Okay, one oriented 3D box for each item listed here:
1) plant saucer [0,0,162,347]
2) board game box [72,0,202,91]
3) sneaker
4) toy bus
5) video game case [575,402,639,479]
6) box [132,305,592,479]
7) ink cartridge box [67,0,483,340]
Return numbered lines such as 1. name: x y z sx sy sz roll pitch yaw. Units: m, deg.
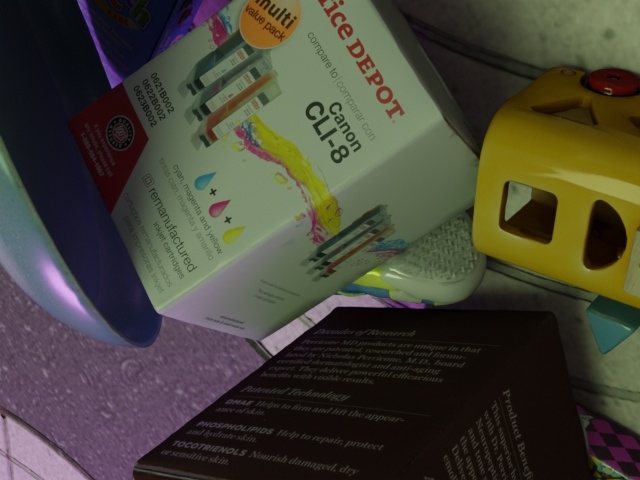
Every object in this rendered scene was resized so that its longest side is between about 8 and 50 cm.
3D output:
1. plant saucer: -0.164 -0.085 0.616 0.043 0.317 0.317 -18 106 2
2. board game box: -0.180 -0.159 0.800 0.160 0.039 0.211 45 135 9
3. sneaker: 0.000 0.000 0.732 0.240 0.091 0.126 26 147 24
4. toy bus: 0.176 -0.012 0.552 0.202 0.104 0.191 -34 92 45
5. video game case: 0.129 0.187 0.751 0.232 0.042 0.210 30 131 22
6. box: 0.037 0.155 0.634 0.167 0.203 0.168 -2 112 39
7. ink cartridge box: -0.015 -0.049 0.600 0.176 0.127 0.128 -34 68 12
